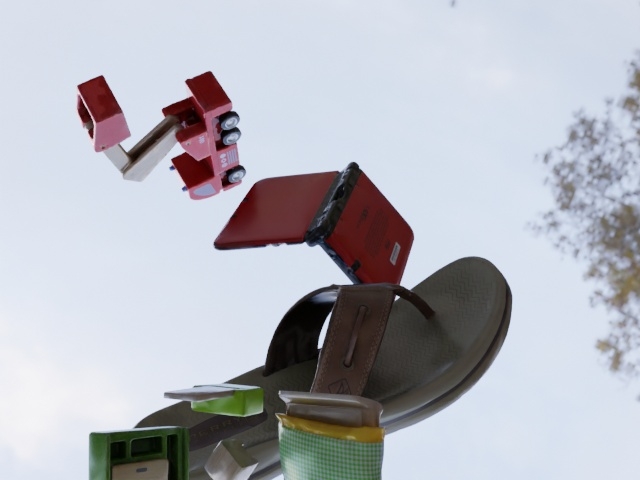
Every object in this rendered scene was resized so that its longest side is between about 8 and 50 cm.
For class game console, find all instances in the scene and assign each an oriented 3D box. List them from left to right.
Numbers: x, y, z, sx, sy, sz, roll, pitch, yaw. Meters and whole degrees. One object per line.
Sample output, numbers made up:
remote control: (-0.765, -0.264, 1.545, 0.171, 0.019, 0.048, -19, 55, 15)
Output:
game console: (0.000, 0.000, 0.888, 0.124, 0.085, 0.144, 49, -154, -11)

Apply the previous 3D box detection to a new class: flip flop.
flip flop: (-0.001, 0.075, 0.704, 0.277, 0.080, 0.112, -22, -154, -12)

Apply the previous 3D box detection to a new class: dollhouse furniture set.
dollhouse furniture set: (-0.042, 0.111, 0.543, 0.151, 0.076, 0.058, -1, 178, 38)

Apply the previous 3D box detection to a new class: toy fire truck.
toy fire truck: (-0.142, -0.090, 1.016, 0.135, 0.192, 0.047, -25, -117, -14)
